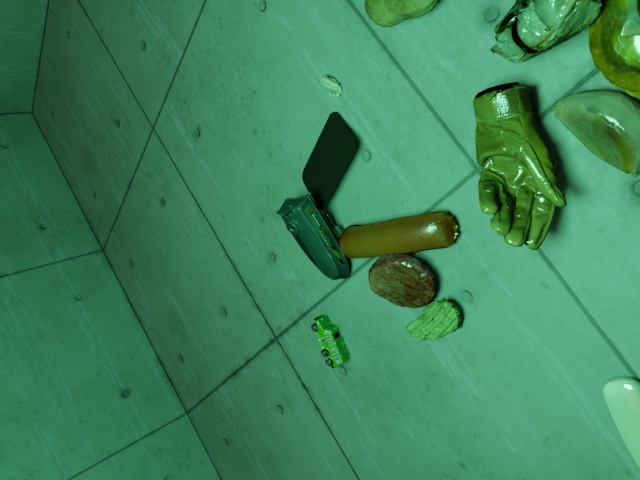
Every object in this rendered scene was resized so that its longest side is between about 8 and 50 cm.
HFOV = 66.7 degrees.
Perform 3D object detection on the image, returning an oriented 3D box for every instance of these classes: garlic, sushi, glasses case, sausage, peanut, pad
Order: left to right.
[{"bbox_3d":[0.068,-0.160,1.321,0.323,0.055,0.250,49,132,21],"label":"pad"},{"bbox_3d":[0.182,-0.008,1.236,0.349,0.094,0.097,-9,99,45],"label":"sausage"},{"bbox_3d":[0.183,-0.534,1.030,0.224,0.129,0.129,2,106,54],"label":"peanut"},{"bbox_3d":[0.378,-0.365,0.836,0.109,0.134,0.273,56,168,7],"label":"sushi"},{"bbox_3d":[0.506,-0.207,0.857,0.195,0.087,0.101,45,144,20],"label":"garlic"},{"bbox_3d":[0.632,0.368,0.957,0.081,0.051,0.204,-26,85,45],"label":"glasses case"}]

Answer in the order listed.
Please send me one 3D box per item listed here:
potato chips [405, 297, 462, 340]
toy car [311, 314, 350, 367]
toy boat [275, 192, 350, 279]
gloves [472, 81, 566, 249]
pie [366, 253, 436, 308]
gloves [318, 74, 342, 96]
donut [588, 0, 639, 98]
[{"bbox_3d":[0.291,0.214,1.246,0.092,0.028,0.207,46,140,11],"label":"potato chips"},{"bbox_3d":[0.033,0.311,1.517,0.063,0.071,0.165,-25,86,31],"label":"toy car"},{"bbox_3d":[0.001,-0.003,1.378,0.114,0.122,0.296,-3,129,50],"label":"toy boat"},{"bbox_3d":[0.384,-0.143,0.959,0.154,0.141,0.330,-11,86,20],"label":"gloves"},{"bbox_3d":[0.207,0.107,1.231,0.183,0.049,0.182,16,139,14],"label":"pie"},{"bbox_3d":[0.024,-0.414,1.284,0.081,0.037,0.044,50,171,-1],"label":"gloves"},{"bbox_3d":[0.547,-0.355,0.708,0.330,0.160,0.329,24,123,44],"label":"donut"}]
